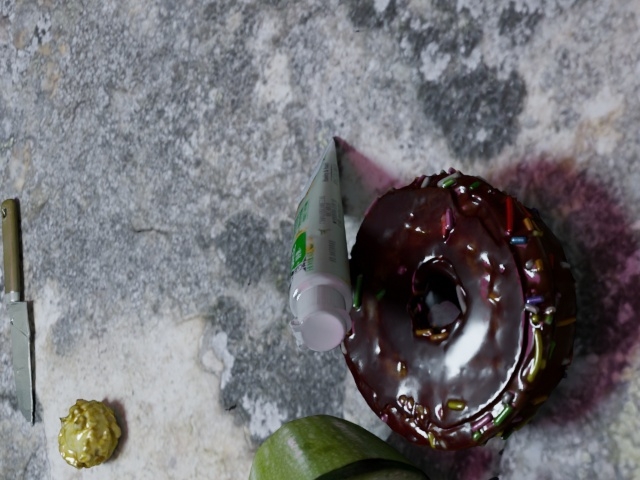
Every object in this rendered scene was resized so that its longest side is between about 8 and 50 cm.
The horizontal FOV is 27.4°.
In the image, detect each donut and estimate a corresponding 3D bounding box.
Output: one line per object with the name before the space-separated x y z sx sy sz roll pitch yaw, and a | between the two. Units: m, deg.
donut | 0.118 0.058 1.094 0.235 0.089 0.235 -7 81 47

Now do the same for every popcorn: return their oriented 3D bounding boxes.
popcorn | -0.268 0.222 1.503 0.083 0.057 0.082 20 106 42

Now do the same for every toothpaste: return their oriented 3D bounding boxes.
toothpaste | 0.000 0.000 1.161 0.058 0.056 0.314 -19 26 7

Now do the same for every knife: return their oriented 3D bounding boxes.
knife | -0.383 0.089 1.666 0.047 0.017 0.297 -16 74 38

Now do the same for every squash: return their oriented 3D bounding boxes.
squash | 0.013 0.233 1.145 0.170 0.170 0.123 -66 28 17

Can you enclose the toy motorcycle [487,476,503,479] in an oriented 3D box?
toy motorcycle | 0.038 0.368 1.086 0.401 0.207 0.134 -53 7 21
